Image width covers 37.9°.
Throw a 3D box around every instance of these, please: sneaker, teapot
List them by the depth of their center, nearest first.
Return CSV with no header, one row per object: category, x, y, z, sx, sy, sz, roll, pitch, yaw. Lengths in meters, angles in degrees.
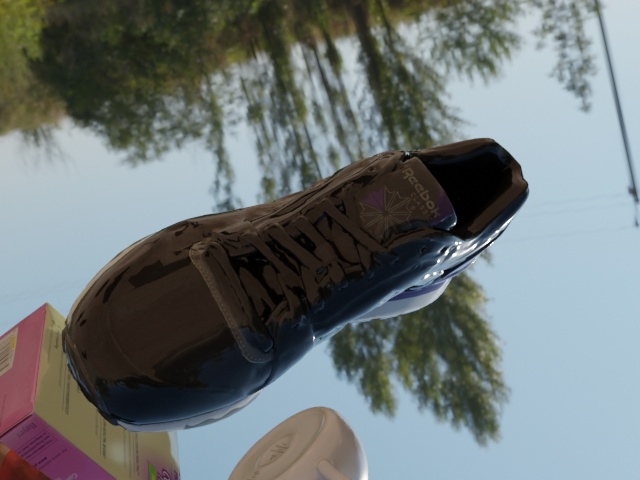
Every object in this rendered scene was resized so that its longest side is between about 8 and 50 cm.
sneaker,0.000,0.000,0.493,0.283,0.107,0.124,-23,167,-41
teapot,-0.012,0.400,1.471,0.252,0.187,0.256,-35,-170,16

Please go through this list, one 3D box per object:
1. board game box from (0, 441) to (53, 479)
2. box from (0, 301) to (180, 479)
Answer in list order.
board game box,-0.315,0.287,0.733,0.027,0.145,0.281,-9,-134,30
box,-0.282,0.233,1.077,0.117,0.243,0.213,-37,-150,8
